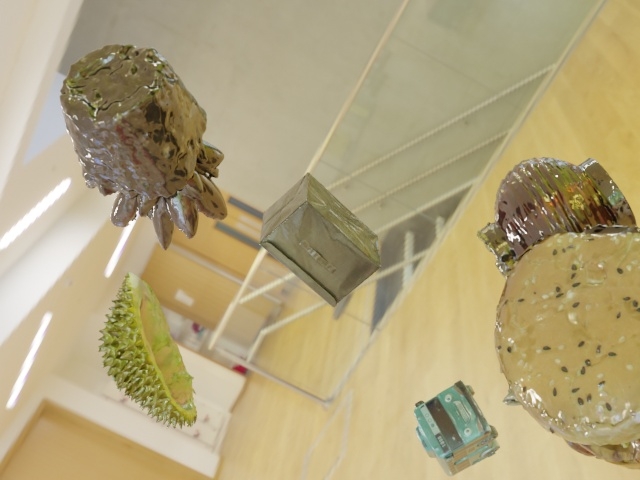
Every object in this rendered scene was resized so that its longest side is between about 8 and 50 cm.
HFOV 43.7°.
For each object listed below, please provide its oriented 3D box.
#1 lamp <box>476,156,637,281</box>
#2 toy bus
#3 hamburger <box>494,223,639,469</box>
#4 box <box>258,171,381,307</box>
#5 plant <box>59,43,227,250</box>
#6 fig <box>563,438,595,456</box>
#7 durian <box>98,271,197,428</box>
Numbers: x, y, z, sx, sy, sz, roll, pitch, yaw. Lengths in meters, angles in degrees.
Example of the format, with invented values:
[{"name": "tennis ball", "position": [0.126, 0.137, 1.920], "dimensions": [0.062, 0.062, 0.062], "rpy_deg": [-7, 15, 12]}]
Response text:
[{"name": "lamp", "position": [0.378, -0.021, 1.301], "dimensions": [0.247, 0.246, 0.247], "rpy_deg": [-61, 7, 12]}, {"name": "toy bus", "position": [0.277, 0.392, 1.639], "dimensions": [0.147, 0.128, 0.256], "rpy_deg": [-30, -28, 0]}, {"name": "hamburger", "position": [0.383, 0.141, 1.021], "dimensions": [0.318, 0.195, 0.277], "rpy_deg": [-1, 61, 46]}, {"name": "box", "position": [0.000, 0.000, 1.748], "dimensions": [0.149, 0.231, 0.155], "rpy_deg": [-41, 20, 20]}, {"name": "plant", "position": [-0.252, -0.136, 1.190], "dimensions": [0.321, 0.181, 0.194], "rpy_deg": [78, -158, -55]}, {"name": "fig", "position": [0.473, 0.319, 1.437], "dimensions": [0.155, 0.103, 0.109], "rpy_deg": [-83, -7, -70]}, {"name": "durian", "position": [-0.336, 0.245, 1.629], "dimensions": [0.158, 0.352, 0.169], "rpy_deg": [2, 33, 41]}]
